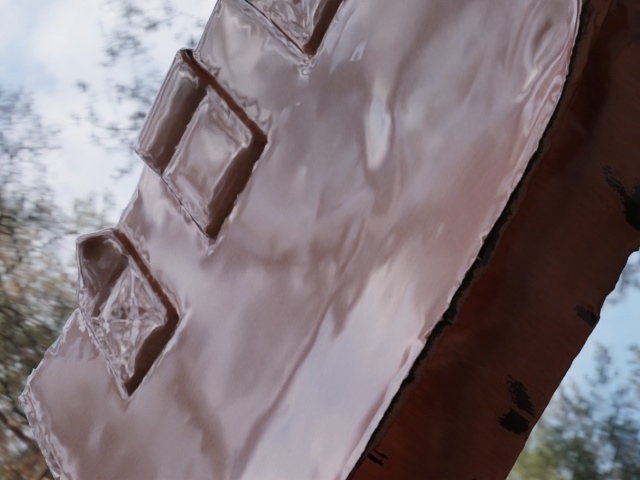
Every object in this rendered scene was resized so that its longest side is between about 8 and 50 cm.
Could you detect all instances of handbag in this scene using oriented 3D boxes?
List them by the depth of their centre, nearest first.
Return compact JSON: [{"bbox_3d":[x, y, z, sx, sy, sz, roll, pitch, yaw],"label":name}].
[{"bbox_3d":[0.000,0.000,0.399,0.059,0.157,0.212,13,-67,-37],"label":"handbag"}]
